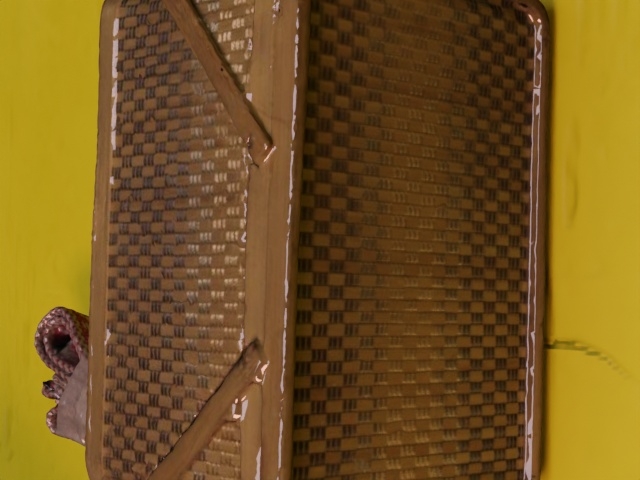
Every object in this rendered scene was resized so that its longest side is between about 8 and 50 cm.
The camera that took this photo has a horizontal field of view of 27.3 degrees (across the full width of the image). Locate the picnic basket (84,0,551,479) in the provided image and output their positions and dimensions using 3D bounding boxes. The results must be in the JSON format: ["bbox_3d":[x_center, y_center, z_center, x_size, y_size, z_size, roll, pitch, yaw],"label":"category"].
[{"bbox_3d":[0.000,0.000,0.598,0.139,0.165,0.267,0,87,48],"label":"picnic basket"}]

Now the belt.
[{"bbox_3d":[-0.099,0.112,0.781,0.232,0.053,0.071,30,110,43],"label":"belt"}]
